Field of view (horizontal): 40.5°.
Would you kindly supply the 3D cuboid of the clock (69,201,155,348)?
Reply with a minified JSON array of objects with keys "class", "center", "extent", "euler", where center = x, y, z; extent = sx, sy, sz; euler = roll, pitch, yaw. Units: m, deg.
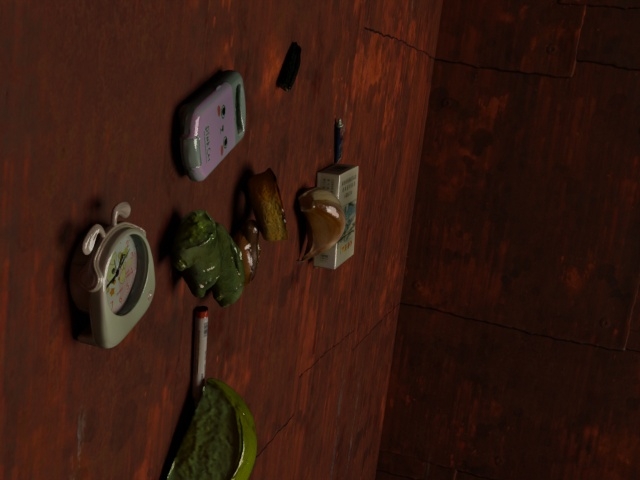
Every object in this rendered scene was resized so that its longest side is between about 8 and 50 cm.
[{"class":"clock","center":[-0.299,0.044,1.237],"extent":[0.151,0.062,0.191],"euler":[-57,152,-53]}]

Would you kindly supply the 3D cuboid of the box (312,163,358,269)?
[{"class":"box","center":[0.042,-0.068,2.337],"extent":[0.164,0.069,0.257],"euler":[-34,130,-65]}]

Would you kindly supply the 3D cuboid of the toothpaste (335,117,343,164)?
[{"class":"toothpaste","center":[0.051,-0.272,2.366],"extent":[0.037,0.021,0.140],"euler":[-55,154,-47]}]

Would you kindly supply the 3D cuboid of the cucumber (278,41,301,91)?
[{"class":"cucumber","center":[-0.061,-0.375,1.877],"extent":[0.033,0.034,0.135],"euler":[66,36,-55]}]

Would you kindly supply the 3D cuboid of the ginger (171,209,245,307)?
[{"class":"ginger","center":[-0.199,0.039,1.561],"extent":[0.290,0.089,0.137],"euler":[54,30,-75]}]

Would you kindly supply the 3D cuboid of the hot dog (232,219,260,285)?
[{"class":"hot dog","center":[-0.150,0.024,1.763],"extent":[0.090,0.060,0.140],"euler":[-40,132,-74]}]

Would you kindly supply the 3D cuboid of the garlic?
[{"class":"garlic","center":[0.007,-0.047,2.181],"extent":[0.128,0.115,0.207],"euler":[-71,166,-50]}]

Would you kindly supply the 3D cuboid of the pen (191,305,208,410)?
[{"class":"pen","center":[-0.232,0.229,1.663],"extent":[0.026,0.026,0.218],"euler":[-42,140,-66]}]

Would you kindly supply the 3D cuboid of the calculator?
[{"class":"calculator","center":[-0.187,-0.204,1.517],"extent":[0.246,0.045,0.141],"euler":[-59,154,-55]}]

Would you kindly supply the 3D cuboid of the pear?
[{"class":"pear","center":[-0.200,0.442,1.711],"extent":[0.239,0.139,0.288],"euler":[90,21,-69]}]

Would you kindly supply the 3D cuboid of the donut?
[{"class":"donut","center":[-0.107,-0.069,1.762],"extent":[0.152,0.058,0.152],"euler":[164,-90,-82]}]
